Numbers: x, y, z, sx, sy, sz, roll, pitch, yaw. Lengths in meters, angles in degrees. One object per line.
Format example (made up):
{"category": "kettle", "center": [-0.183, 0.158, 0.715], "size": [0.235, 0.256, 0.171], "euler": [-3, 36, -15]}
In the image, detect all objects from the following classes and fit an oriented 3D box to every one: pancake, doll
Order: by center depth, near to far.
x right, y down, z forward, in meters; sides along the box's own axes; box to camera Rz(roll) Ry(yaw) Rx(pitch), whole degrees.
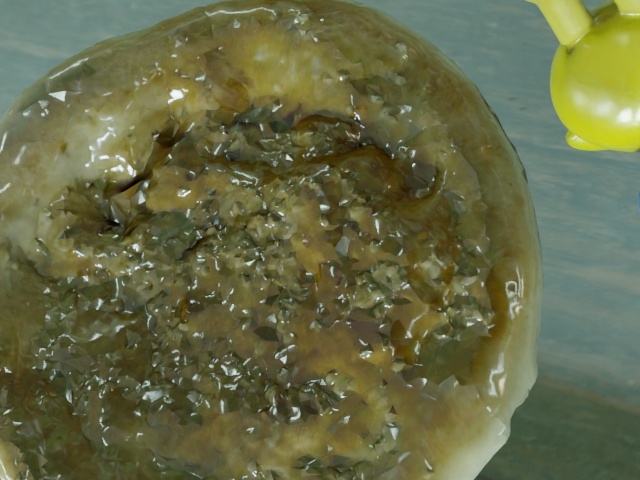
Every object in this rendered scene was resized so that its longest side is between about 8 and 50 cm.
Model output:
{"category": "pancake", "center": [-0.031, 0.010, 0.449], "size": [0.282, 0.049, 0.282], "euler": [-2, 68, 5]}
{"category": "doll", "center": [0.314, -0.113, 0.920], "size": [0.199, 0.145, 0.363], "euler": [-19, 128, 37]}
